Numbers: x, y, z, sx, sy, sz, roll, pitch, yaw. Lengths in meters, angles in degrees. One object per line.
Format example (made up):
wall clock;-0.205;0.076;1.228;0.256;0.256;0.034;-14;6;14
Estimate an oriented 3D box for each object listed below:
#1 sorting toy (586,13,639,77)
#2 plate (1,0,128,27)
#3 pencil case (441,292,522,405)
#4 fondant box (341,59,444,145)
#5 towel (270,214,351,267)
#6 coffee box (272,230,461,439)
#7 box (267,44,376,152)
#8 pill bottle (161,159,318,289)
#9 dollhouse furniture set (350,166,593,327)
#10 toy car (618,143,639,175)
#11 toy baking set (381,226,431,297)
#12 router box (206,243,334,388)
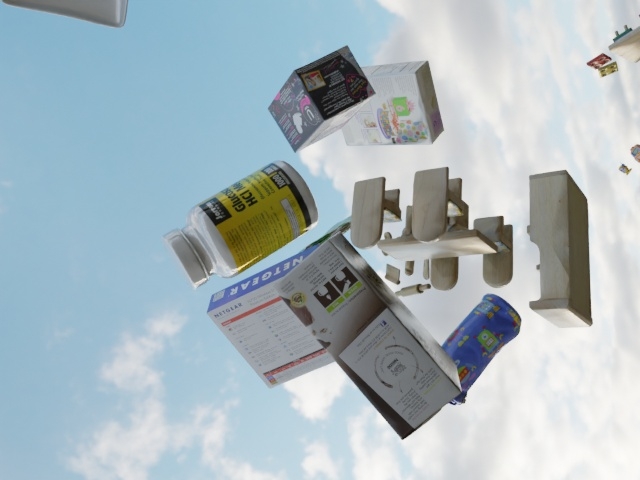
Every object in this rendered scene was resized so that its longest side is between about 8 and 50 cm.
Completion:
sorting toy;0.778;-0.496;1.606;0.132;0.274;0.046;5;-116;-38
plate;-0.564;-0.645;1.508;0.045;0.277;0.277;-141;62;-80
pencil case;0.378;0.279;1.659;0.133;0.119;0.306;41;-100;4
fondant box;0.203;-0.425;2.085;0.096;0.330;0.238;-46;-52;-38
towel;0.000;0.000;2.097;0.325;0.248;0.038;-36;-86;-37
coffee box;0.076;0.138;1.035;0.297;0.119;0.168;49;-171;2
box;0.000;-0.337;1.613;0.163;0.247;0.142;-31;-89;-21
pill bottle;-0.186;-0.032;1.524;0.334;0.188;0.187;-32;-69;-18
dollhouse furniture set;0.309;0.036;1.306;0.362;0.394;0.256;28;-118;-51
toy car;0.789;-0.201;1.684;0.060;0.041;0.122;-50;-13;-33
toy baking set;0.239;0.063;1.847;0.030;0.256;0.196;-19;-88;-29
router box;-0.069;0.204;1.709;0.301;0.336;0.082;56;-161;-26
